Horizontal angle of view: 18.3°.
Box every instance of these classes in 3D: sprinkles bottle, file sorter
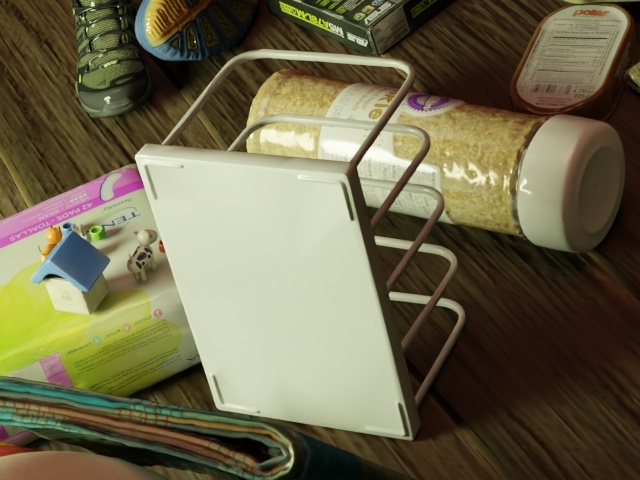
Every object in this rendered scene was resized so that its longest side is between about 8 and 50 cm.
[{"bbox_3d":[0.102,-0.078,1.855,0.355,0.121,0.121,13,48,33],"label":"sprinkles bottle"},{"bbox_3d":[0.000,0.000,1.683,0.193,0.278,0.173,7,40,28],"label":"file sorter"}]

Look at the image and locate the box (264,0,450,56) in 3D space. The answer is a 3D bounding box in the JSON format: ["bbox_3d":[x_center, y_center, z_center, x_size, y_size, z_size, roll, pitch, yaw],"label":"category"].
[{"bbox_3d":[0.062,-0.292,2.188,0.190,0.045,0.184,-39,41,-24],"label":"box"}]

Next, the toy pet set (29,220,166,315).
[{"bbox_3d":[-0.210,0.005,1.758,0.122,0.065,0.114,7,43,27],"label":"toy pet set"}]

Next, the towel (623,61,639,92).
[{"bbox_3d":[0.374,-0.154,1.917,0.110,0.027,0.148,-34,43,-18],"label":"towel"}]

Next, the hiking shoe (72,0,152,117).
[{"bbox_3d":[-0.240,-0.224,2.164,0.086,0.114,0.227,-17,39,1],"label":"hiking shoe"}]

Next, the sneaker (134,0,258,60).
[{"bbox_3d":[-0.136,-0.289,2.230,0.131,0.112,0.296,-3,33,36],"label":"sneaker"}]

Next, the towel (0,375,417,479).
[{"bbox_3d":[-0.083,0.158,1.469,0.271,0.370,0.040,9,80,19],"label":"towel"}]

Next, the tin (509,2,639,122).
[{"bbox_3d":[0.254,-0.173,1.981,0.106,0.040,0.190,7,45,22],"label":"tin"}]

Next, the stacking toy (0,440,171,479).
[{"bbox_3d":[-0.268,0.267,1.506,0.350,0.351,0.480,-29,22,-14],"label":"stacking toy"}]

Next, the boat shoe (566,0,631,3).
[{"bbox_3d":[0.374,-0.293,2.013,0.302,0.113,0.103,-10,36,14],"label":"boat shoe"}]

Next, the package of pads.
[{"bbox_3d":[-0.249,0.067,1.831,0.296,0.101,0.229,-25,39,-8],"label":"package of pads"}]
